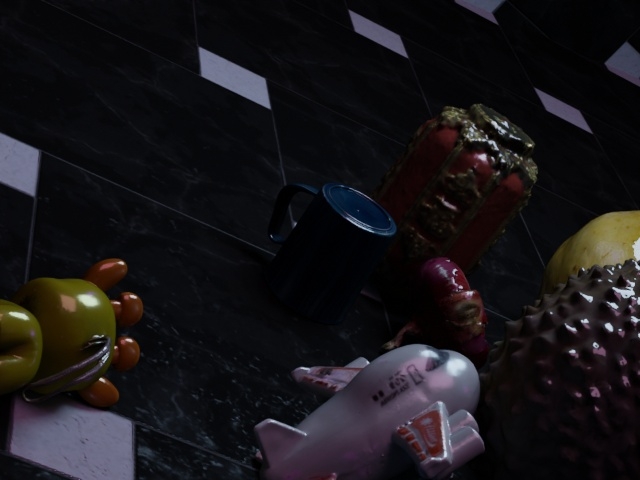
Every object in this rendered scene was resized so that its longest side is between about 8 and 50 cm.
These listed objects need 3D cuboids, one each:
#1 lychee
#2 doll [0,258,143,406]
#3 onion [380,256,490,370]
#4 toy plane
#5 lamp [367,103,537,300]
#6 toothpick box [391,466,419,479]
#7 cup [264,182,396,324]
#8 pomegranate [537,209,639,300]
[{"bbox_3d":[0.334,0.205,1.666,0.380,0.380,0.432,30,1,-5],"label":"lychee"},{"bbox_3d":[-0.246,0.087,1.457,0.135,0.143,0.221,5,2,40],"label":"doll"},{"bbox_3d":[0.134,0.104,1.958,0.140,0.150,0.150,-18,40,-10],"label":"onion"},{"bbox_3d":[0.049,0.180,1.569,0.252,0.118,0.252,-12,26,6],"label":"toy plane"},{"bbox_3d":[0.162,-0.048,2.073,0.177,0.274,0.177,33,19,-13],"label":"lamp"},{"bbox_3d":[0.088,0.218,1.718,0.052,0.052,0.083,25,24,-17],"label":"toothpick box"},{"bbox_3d":[0.000,0.005,1.931,0.150,0.138,0.113,31,22,-4],"label":"cup"},{"bbox_3d":[0.444,0.099,2.166,0.307,0.307,0.307,27,23,-12],"label":"pomegranate"}]
